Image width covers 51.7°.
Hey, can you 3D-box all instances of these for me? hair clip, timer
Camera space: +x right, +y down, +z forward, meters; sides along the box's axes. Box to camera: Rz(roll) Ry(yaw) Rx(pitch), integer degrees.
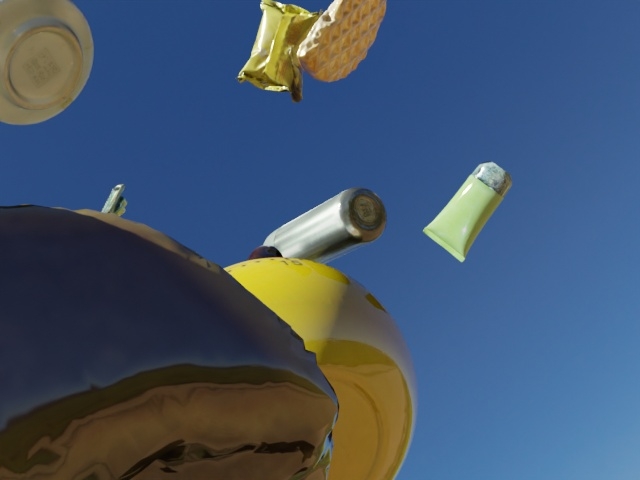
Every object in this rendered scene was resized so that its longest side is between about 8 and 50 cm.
[{"bbox_3d":[-0.323,-0.015,0.961,0.049,0.173,0.049,8,-45,9],"label":"hair clip"},{"bbox_3d":[-0.068,0.180,0.836,0.376,0.387,0.376,-2,-84,-20],"label":"timer"}]

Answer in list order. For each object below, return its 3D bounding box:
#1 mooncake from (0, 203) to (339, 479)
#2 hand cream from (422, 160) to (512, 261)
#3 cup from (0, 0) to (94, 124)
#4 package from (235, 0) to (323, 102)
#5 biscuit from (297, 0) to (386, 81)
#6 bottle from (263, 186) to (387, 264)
[{"bbox_3d":[-0.184,0.178,0.426,0.394,0.393,0.246,11,-36,-16],"label":"mooncake"},{"bbox_3d":[0.269,-0.058,1.180,0.175,0.095,0.046,-57,-23,16],"label":"hand cream"},{"bbox_3d":[-0.574,-0.363,1.266,0.347,0.163,0.347,-43,-27,-29],"label":"cup"},{"bbox_3d":[-0.089,-0.443,1.525,0.090,0.168,0.226,10,-82,-82],"label":"package"},{"bbox_3d":[0.066,-0.419,1.230,0.309,0.040,0.204,-62,-22,-8],"label":"biscuit"},{"bbox_3d":[0.000,0.000,0.958,0.096,0.079,0.253,38,-33,-18],"label":"bottle"}]
